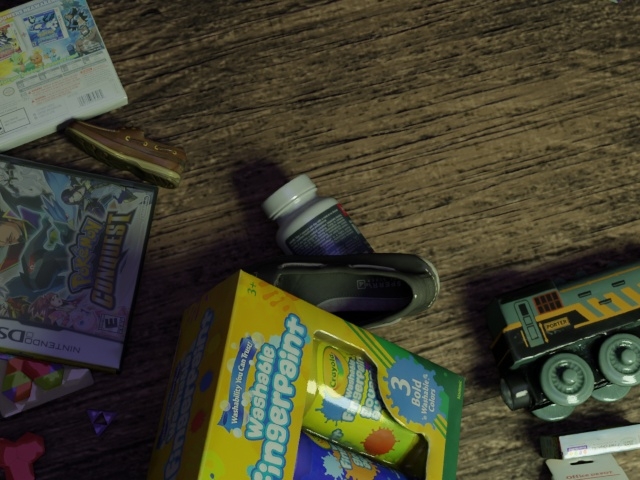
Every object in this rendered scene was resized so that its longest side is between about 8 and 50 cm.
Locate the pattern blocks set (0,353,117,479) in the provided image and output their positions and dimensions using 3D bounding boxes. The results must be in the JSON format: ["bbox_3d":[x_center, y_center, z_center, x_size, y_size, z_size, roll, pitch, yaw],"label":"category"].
[{"bbox_3d":[-0.412,0.148,1.855,0.285,0.026,0.325,-36,85,-11],"label":"pattern blocks set"}]

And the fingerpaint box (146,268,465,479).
[{"bbox_3d":[-0.021,0.316,1.656,0.371,0.163,0.445,27,53,-24],"label":"fingerpaint box"}]

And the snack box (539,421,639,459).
[{"bbox_3d":[0.391,0.282,1.877,0.141,0.100,0.037,-7,82,-8],"label":"snack box"}]

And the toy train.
[{"bbox_3d":[0.396,0.130,1.893,0.334,0.142,0.190,-17,73,-9],"label":"toy train"}]

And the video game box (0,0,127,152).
[{"bbox_3d":[-0.407,-0.247,1.915,0.205,0.048,0.187,-22,85,-10],"label":"video game box"}]

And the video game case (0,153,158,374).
[{"bbox_3d":[-0.373,0.031,1.852,0.248,0.035,0.275,11,74,-7],"label":"video game case"}]

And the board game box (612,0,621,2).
[{"bbox_3d":[0.443,-0.526,2.004,0.144,0.142,0.275,19,79,-3],"label":"board game box"}]

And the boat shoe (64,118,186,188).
[{"bbox_3d":[-0.276,-0.134,1.903,0.178,0.064,0.060,23,73,-8],"label":"boat shoe"}]

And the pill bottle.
[{"bbox_3d":[0.000,0.000,1.882,0.108,0.108,0.180,-35,86,-11],"label":"pill bottle"}]

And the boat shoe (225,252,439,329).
[{"bbox_3d":[-0.008,0.074,1.786,0.335,0.095,0.112,-8,96,20],"label":"boat shoe"}]

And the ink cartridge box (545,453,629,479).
[{"bbox_3d":[0.386,0.374,1.851,0.104,0.181,0.061,-6,116,-7],"label":"ink cartridge box"}]
